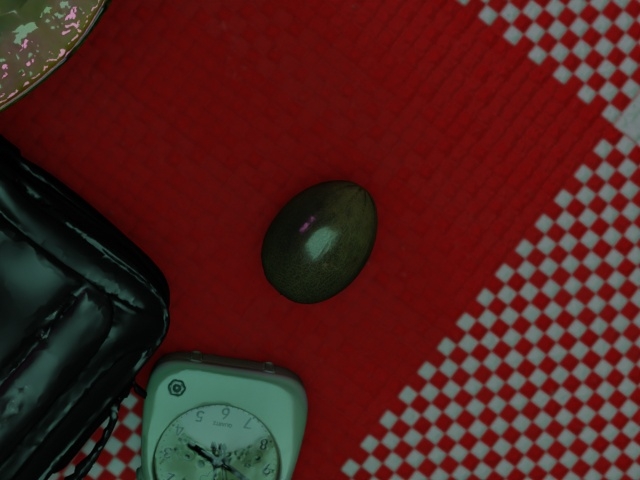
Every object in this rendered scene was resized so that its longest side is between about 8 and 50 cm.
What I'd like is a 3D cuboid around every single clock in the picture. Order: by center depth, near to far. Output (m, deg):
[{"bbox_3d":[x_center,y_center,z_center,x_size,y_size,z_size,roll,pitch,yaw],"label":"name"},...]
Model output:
[{"bbox_3d":[-0.105,0.219,1.799,0.159,0.066,0.211,11,98,-4],"label":"clock"}]

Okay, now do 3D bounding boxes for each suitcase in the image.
[{"bbox_3d":[-0.337,0.094,1.722,0.339,0.188,0.345,40,93,-13],"label":"suitcase"}]

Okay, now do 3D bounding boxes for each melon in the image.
[{"bbox_3d":[0.000,0.000,1.756,0.098,0.098,0.131,36,92,-7],"label":"melon"}]

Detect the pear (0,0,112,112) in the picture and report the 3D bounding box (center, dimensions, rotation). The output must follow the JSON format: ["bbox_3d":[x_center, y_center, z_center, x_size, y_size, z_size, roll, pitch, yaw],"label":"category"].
[{"bbox_3d":[-0.348,-0.264,1.614,0.398,0.165,0.399,0,83,0],"label":"pear"}]
